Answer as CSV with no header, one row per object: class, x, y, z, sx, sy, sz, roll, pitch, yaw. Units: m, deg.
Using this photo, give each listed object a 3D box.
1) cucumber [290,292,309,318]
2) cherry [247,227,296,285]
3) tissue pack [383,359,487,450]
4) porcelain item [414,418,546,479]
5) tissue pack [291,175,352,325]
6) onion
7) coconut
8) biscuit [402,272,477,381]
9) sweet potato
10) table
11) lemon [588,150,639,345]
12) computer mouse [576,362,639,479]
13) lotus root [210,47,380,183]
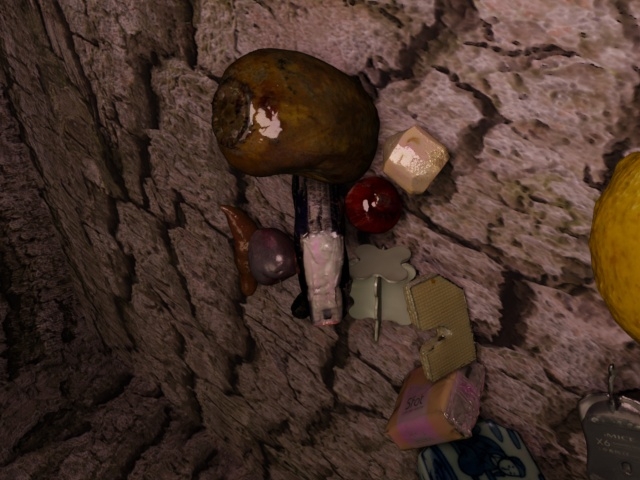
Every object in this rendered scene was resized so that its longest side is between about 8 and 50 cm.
cucumber,-0.013,0.161,1.314,0.074,0.074,0.241,46,138,4
cherry,-0.138,0.049,1.292,0.176,0.140,0.176,9,103,44
tissue pack,0.294,0.413,1.131,0.123,0.215,0.256,37,139,-1
porcelain item,0.397,0.606,1.092,0.286,0.281,0.157,-11,126,-1
tissue pack,0.000,0.000,0.997,0.123,0.332,0.244,-4,123,2
onion,0.116,-0.078,0.981,0.131,0.131,0.131,23,133,28
coconut,0.178,-0.162,0.870,0.122,0.116,0.116,37,138,7
biscuit,0.275,0.188,1.015,0.046,0.147,0.249,14,124,63
sweet potato,-0.226,0.033,1.392,0.106,0.095,0.354,-10,125,-5
table,0.146,0.130,1.084,0.167,0.166,0.198,19,131,31
lemon,0.512,0.010,0.509,0.350,0.387,0.349,5,106,19
computer mouse,0.634,0.402,0.915,0.167,0.090,0.379,-4,111,43
lotus root,-0.045,-0.220,0.822,0.251,0.346,0.250,5,99,33
